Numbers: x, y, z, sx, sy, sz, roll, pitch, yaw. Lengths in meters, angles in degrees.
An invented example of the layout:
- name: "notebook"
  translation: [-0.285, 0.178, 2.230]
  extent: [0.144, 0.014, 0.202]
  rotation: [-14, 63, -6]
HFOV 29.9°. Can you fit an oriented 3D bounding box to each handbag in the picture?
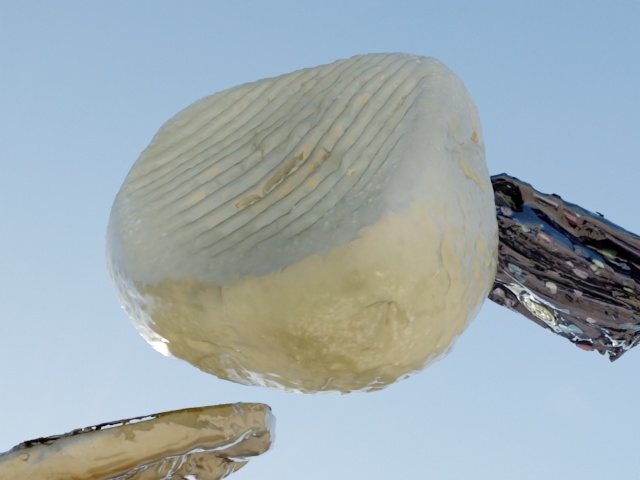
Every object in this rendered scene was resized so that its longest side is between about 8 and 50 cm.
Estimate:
- name: "handbag"
  translation: [0.245, 0.028, 1.228]
  extent: [0.260, 0.113, 0.162]
  rotation: [27, -24, 2]

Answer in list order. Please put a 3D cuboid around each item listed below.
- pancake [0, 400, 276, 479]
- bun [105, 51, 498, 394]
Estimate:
- name: "pancake"
  translation: [-0.219, 0.236, 1.137]
  extent: [0.386, 0.082, 0.387]
  rotation: [-17, -16, -5]
- name: "bun"
  translation: [0.000, 0.000, 1.025]
  extent: [0.349, 0.352, 0.227]
  rotation: [-40, -53, -26]
